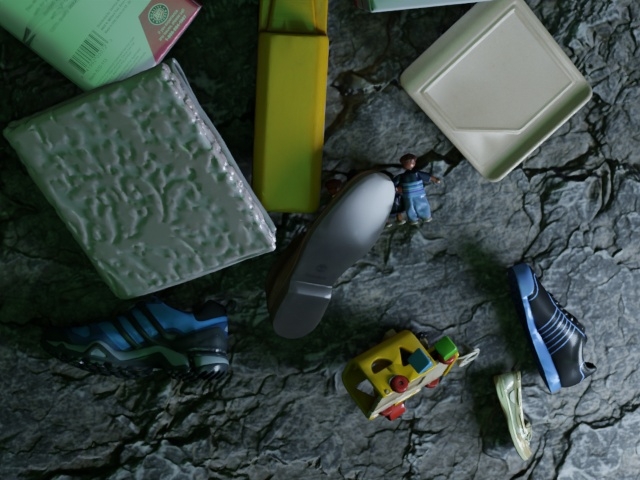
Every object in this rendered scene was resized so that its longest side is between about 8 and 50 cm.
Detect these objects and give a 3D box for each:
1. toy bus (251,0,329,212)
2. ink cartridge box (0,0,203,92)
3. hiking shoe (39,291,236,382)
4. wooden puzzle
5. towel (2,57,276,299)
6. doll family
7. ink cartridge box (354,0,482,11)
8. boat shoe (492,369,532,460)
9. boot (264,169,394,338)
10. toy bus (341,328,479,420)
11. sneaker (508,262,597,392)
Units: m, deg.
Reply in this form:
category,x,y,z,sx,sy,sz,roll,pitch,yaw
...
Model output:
category,x,y,z,sx,sy,sz,roll,pitch,yaw
toy bus,-0.048,-0.216,1.772,0.108,0.130,0.332,3,102,-3
ink cartridge box,-0.346,-0.357,1.733,0.283,0.117,0.207,39,98,-10
hiking shoe,-0.290,0.149,1.868,0.304,0.113,0.132,5,71,2
wooden puzzle,0.271,-0.241,1.811,0.221,0.044,0.239,-43,113,6
towel,-0.266,-0.082,1.746,0.317,0.053,0.331,-18,115,27
doll family,0.090,-0.072,1.842,0.193,0.076,0.111,-12,98,-5
ink cartridge box,0.149,-0.393,1.671,0.197,0.273,0.114,-6,102,-1
boat shoe,0.328,0.289,1.937,0.048,0.056,0.153,-18,95,6
boot,0.000,0.000,1.799,0.112,0.115,0.305,20,117,-32
toy bus,0.132,0.195,1.878,0.191,0.202,0.104,-42,70,13
sneaker,0.375,0.132,1.897,0.091,0.081,0.232,-22,109,-1
